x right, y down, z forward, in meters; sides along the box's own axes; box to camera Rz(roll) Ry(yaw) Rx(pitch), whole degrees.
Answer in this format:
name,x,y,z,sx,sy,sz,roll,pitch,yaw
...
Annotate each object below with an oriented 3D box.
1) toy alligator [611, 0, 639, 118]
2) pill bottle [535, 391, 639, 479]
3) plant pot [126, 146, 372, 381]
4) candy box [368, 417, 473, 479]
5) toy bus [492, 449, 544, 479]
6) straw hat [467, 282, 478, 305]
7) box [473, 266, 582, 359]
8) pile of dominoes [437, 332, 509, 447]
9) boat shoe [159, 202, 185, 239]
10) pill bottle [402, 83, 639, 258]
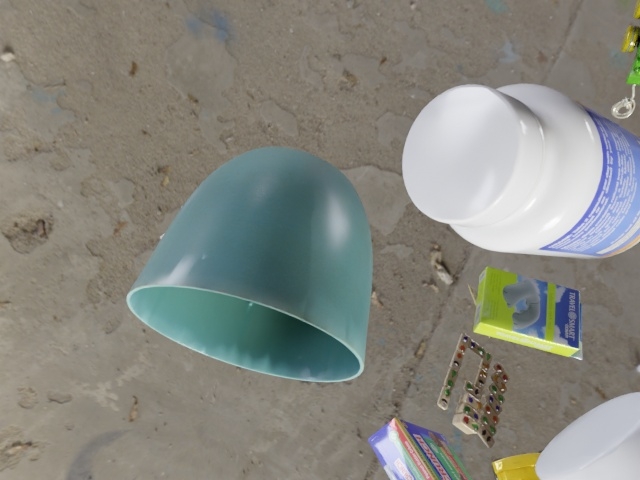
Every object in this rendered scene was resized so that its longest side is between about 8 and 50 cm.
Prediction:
name,x,y,z,sx,sy,sz,roll,pitch,yaw
toy alligator,0.369,-0.211,0.568,0.056,0.190,0.051,14,45,18
pill bottle,0.350,0.294,0.460,0.161,0.161,0.283,-32,73,-19
plant pot,-0.062,0.023,0.669,0.293,0.293,0.235,19,62,-5
candy box,0.320,0.682,1.481,0.122,0.317,0.268,-46,43,11
toy bus,0.544,0.655,1.275,0.149,0.220,0.211,-22,50,20
straw hat,0.422,0.165,1.268,0.061,0.144,0.144,-21,75,13
box,0.348,0.118,0.833,0.178,0.042,0.109,14,60,5
pile of dominoes,0.431,0.401,1.376,0.196,0.040,0.251,37,56,-8
boat shoe,-0.354,-0.073,1.443,0.088,0.096,0.267,44,111,-5
pill bottle,0.209,-0.061,0.490,0.272,0.152,0.152,6,67,-41
